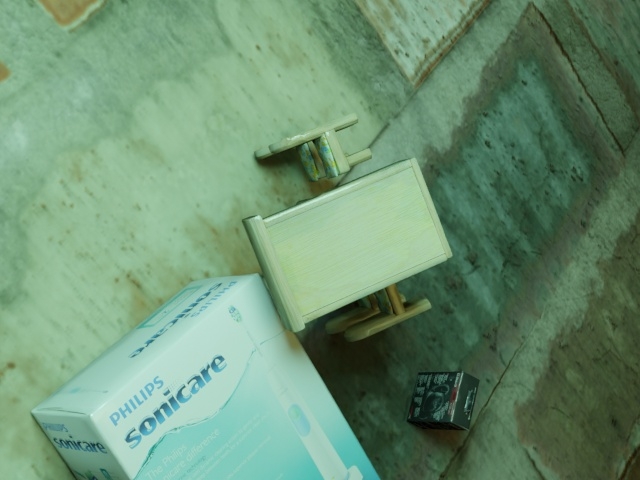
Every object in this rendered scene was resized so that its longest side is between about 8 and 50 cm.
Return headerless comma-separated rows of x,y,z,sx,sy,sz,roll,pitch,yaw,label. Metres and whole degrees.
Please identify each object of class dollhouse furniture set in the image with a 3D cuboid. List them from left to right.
0.000,0.000,1.038,0.161,0.242,0.212,-23,95,-13,dollhouse furniture set

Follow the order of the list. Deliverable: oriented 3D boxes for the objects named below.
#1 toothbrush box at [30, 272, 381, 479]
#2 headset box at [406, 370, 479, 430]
-0.090,0.211,0.991,0.216,0.126,0.296,-42,111,-35,toothbrush box
0.144,0.185,1.214,0.032,0.083,0.062,29,66,-33,headset box
